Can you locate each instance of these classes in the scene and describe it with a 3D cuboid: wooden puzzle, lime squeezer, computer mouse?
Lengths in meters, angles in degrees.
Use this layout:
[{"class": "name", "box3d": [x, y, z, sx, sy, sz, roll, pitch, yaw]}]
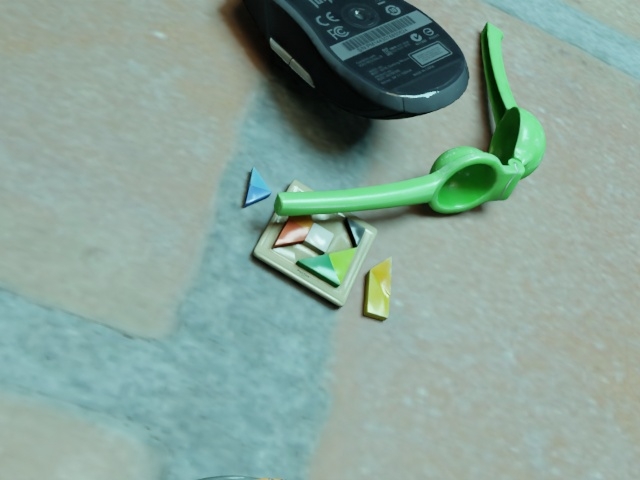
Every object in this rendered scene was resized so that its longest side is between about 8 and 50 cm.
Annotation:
[{"class": "wooden puzzle", "box3d": [0.000, 0.000, 0.581, 0.116, 0.014, 0.079, 25, 53, -10]}, {"class": "lime squeezer", "box3d": [0.099, -0.072, 0.641, 0.110, 0.059, 0.310, 48, 49, -1]}, {"class": "computer mouse", "box3d": [0.022, -0.180, 0.667, 0.262, 0.060, 0.184, 42, 55, 21]}]

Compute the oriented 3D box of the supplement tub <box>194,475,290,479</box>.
[{"class": "supplement tub", "box3d": [-0.049, 0.162, 0.347, 0.116, 0.190, 0.117, 12, 57, -19]}]
